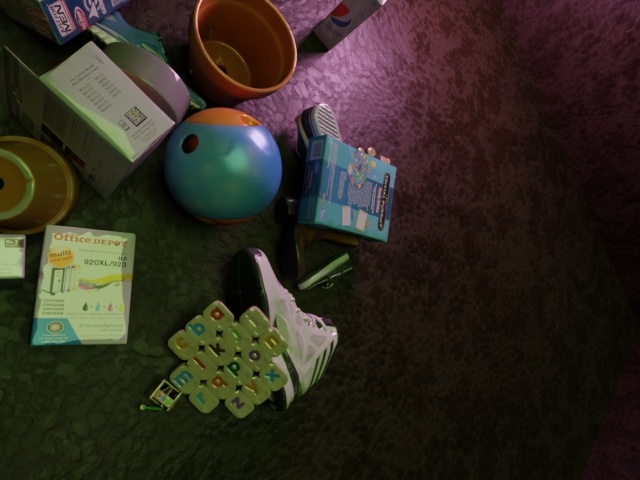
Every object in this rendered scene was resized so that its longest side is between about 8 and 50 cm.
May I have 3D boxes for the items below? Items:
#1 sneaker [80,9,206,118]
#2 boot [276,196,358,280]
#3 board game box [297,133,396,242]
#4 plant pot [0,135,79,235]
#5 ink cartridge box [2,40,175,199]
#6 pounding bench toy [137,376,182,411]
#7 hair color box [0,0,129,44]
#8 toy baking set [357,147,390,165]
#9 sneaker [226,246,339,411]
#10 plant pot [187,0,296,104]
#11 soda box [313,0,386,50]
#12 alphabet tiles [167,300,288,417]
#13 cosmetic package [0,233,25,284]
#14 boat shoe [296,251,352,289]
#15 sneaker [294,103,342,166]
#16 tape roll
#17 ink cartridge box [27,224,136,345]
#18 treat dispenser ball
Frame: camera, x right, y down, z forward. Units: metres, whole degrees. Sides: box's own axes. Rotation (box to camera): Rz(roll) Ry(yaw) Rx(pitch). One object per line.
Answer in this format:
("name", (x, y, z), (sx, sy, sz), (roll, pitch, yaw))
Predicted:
("sneaker", (-0.421, -0.452, 1.091), (0.330, 0.129, 0.147), (40, 64, -23))
("boot", (0.000, 0.000, 1.337), (0.280, 0.096, 0.264), (7, 61, -39))
("board game box", (0.092, -0.145, 1.316), (0.335, 0.079, 0.254), (13, 83, -44))
("plant pot", (-0.601, -0.106, 0.829), (0.204, 0.188, 0.205), (-2, 97, -20))
("ink cartridge box", (-0.490, -0.254, 0.894), (0.272, 0.309, 0.130), (46, 59, -20))
("pounding bench toy", (-0.382, 0.380, 1.017), (0.065, 0.052, 0.083), (48, 59, -19))
("hair color box", (-0.554, -0.618, 0.996), (0.173, 0.105, 0.347), (28, 61, 11))
("toy baking set", (0.172, -0.219, 1.531), (0.196, 0.030, 0.256), (39, 62, -20))
("sneaker", (-0.096, 0.215, 1.206), (0.257, 0.169, 0.448), (-21, 102, -44))
("plant pot", (-0.239, -0.509, 1.182), (0.290, 0.203, 0.291), (6, 79, -34))
("soda box", (0.102, -0.754, 1.413), (0.091, 0.286, 0.098), (45, 61, -21))
("alphabet tiles", (-0.226, 0.297, 1.059), (0.284, 0.021, 0.278), (-39, 101, 4))
("cosmetic package", (-0.621, 0.045, 0.797), (0.117, 0.231, 0.086), (2, 81, -34))
("boat shoe", (0.022, 0.110, 1.334), (0.219, 0.077, 0.070), (-29, 98, -37))
("sneaker", (0.010, -0.265, 1.369), (0.126, 0.127, 0.322), (-30, 111, -40))
("tape roll", (-0.425, -0.354, 1.013), (0.219, 0.219, 0.072), (33, 64, -26))
("ink cartridge box", (-0.504, 0.100, 0.908), (0.171, 0.168, 0.233), (8, 77, -33))
("treat dispenser ball", (-0.240, -0.182, 1.070), (0.288, 0.288, 0.289), (7, 78, -34))
